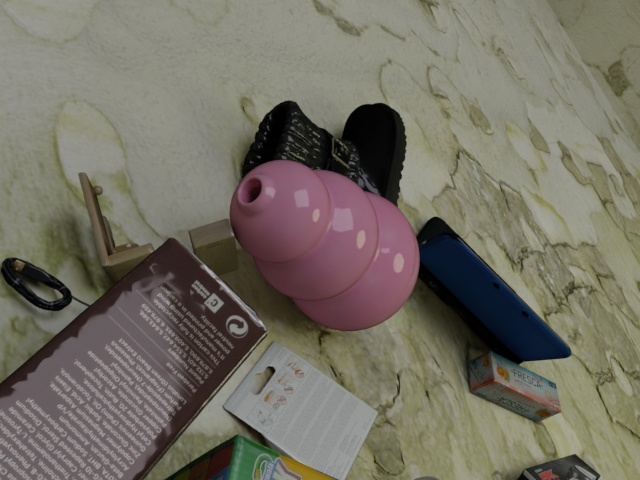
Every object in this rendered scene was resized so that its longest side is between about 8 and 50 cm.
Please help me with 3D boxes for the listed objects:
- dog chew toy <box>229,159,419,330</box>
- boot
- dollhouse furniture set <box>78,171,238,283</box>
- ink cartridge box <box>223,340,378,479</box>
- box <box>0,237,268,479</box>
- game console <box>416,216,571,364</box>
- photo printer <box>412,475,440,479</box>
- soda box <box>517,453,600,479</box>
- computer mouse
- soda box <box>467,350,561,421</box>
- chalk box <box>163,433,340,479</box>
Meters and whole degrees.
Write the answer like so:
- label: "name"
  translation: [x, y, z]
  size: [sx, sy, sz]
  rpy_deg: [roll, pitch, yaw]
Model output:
- label: "dog chew toy"
  translation: [0.000, 0.000, 0.935]
  size: [0.332, 0.206, 0.207]
  rpy_deg: [34, 37, -52]
- label: "boot"
  translation: [0.013, -0.163, 1.181]
  size: [0.260, 0.131, 0.348]
  rpy_deg: [29, 44, -25]
- label: "dollhouse furniture set"
  translation: [-0.196, -0.019, 0.857]
  size: [0.151, 0.144, 0.123]
  rpy_deg: [-18, 69, -11]
- label: "ink cartridge box"
  translation: [-0.027, 0.237, 0.918]
  size: [0.179, 0.045, 0.145]
  rpy_deg: [33, 40, 6]
- label: "box"
  translation: [-0.232, 0.183, 0.592]
  size: [0.143, 0.191, 0.381]
  rpy_deg: [45, 46, -5]
- label: "game console"
  translation: [0.313, 0.071, 1.244]
  size: [0.293, 0.173, 0.250]
  rpy_deg: [45, 40, -2]
- label: "photo printer"
  translation: [0.178, 0.429, 0.793]
  size: [0.256, 0.107, 0.307]
  rpy_deg: [58, 0, -3]
- label: "soda box"
  translation: [0.395, 0.407, 1.151]
  size: [0.168, 0.053, 0.060]
  rpy_deg: [3, 27, -42]
- label: "computer mouse"
  translation: [-0.247, 0.072, 0.798]
  size: [0.242, 0.041, 0.071]
  rpy_deg: [26, 28, -22]
- label: "soda box"
  translation: [0.346, 0.263, 1.229]
  size: [0.183, 0.058, 0.063]
  rpy_deg: [28, 44, -27]
- label: "chalk box"
  translation: [-0.078, 0.323, 0.675]
  size: [0.289, 0.180, 0.179]
  rpy_deg: [33, 42, -23]
